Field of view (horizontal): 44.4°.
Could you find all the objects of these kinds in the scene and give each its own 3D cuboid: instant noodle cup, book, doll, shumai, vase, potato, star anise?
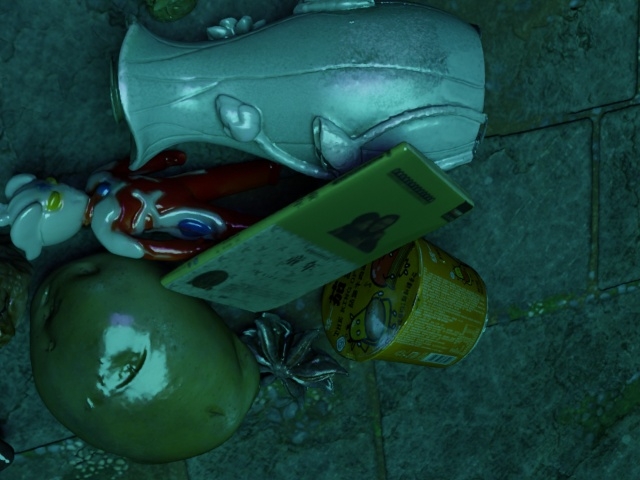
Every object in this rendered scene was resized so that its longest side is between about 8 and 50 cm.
[{"bbox_3d":[0.130,0.089,1.150,0.172,0.216,0.215,21,103,-33],"label":"instant noodle cup"},{"bbox_3d":[0.000,0.000,0.985,0.352,0.035,0.239,-27,156,20],"label":"book"},{"bbox_3d":[-0.215,-0.044,0.995,0.384,0.188,0.099,-8,136,-22],"label":"doll"},{"bbox_3d":[-0.183,-0.309,0.958,0.082,0.080,0.083,34,95,-27],"label":"shumai"},{"bbox_3d":[-0.031,-0.183,0.972,0.446,0.250,0.250,-1,111,-10],"label":"vase"},{"bbox_3d":[-0.449,0.088,0.989,0.218,0.183,0.185,4,150,6],"label":"shumai"},{"bbox_3d":[-0.238,0.167,1.045,0.243,0.221,0.326,-42,120,-9],"label":"potato"},{"bbox_3d":[-0.043,0.177,1.176,0.181,0.061,0.204,-18,124,35],"label":"star anise"}]

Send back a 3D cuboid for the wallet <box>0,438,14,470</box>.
[{"bbox_3d":[-0.556,0.269,1.066,0.182,0.049,0.229,-33,117,19],"label":"wallet"}]
